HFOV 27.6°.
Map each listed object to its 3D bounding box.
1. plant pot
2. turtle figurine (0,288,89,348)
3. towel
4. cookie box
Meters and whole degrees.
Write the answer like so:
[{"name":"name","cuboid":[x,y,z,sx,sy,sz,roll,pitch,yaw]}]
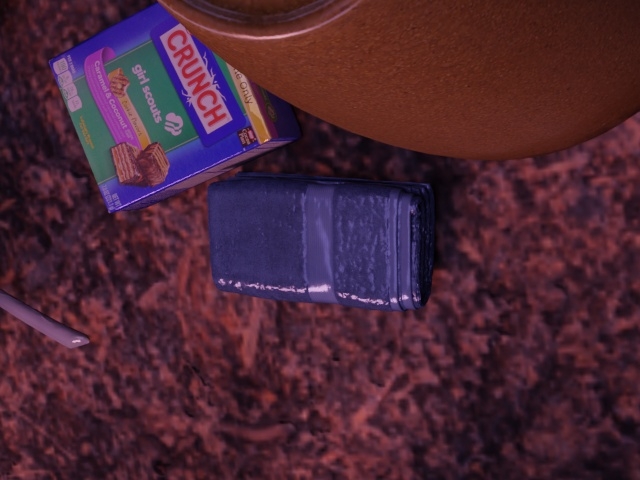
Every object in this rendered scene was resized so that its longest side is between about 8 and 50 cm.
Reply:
[{"name":"plant pot","cuboid":[0.030,-0.140,0.513,0.237,0.254,0.237,4,99,24]},{"name":"turtle figurine","cuboid":[-0.308,-0.044,0.711,0.266,0.198,0.274,-12,90,29]},{"name":"towel","cuboid":[0.000,0.000,0.672,0.120,0.029,0.067,5,100,22]},{"name":"cookie box","cuboid":[-0.077,-0.075,0.687,0.107,0.040,0.091,-23,88,25]}]
